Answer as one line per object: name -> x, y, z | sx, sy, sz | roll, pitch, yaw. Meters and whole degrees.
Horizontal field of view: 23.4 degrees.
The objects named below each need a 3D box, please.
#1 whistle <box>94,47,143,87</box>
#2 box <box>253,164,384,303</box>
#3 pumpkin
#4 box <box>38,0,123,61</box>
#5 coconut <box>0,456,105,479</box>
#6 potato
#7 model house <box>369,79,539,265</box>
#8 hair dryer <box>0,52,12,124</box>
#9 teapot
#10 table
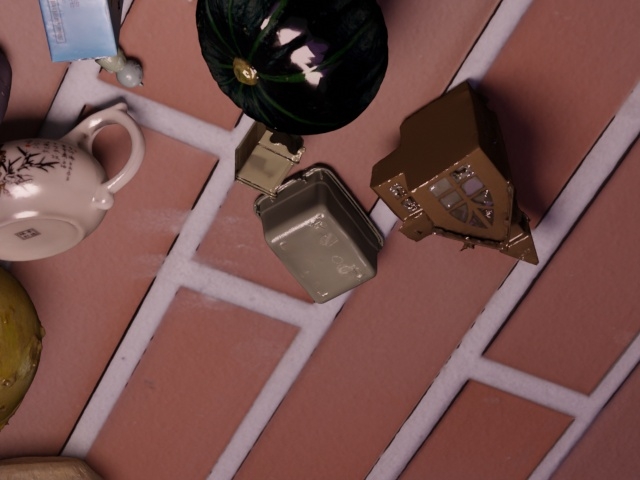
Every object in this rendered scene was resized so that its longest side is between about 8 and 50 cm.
whistle -> -0.255, -0.222, 1.902 | 0.035, 0.035, 0.100 | -38, 118, 22
box -> 0.000, 0.000, 2.042 | 0.124, 0.093, 0.172 | -29, 122, 17
pumpkin -> -0.014, -0.256, 1.802 | 0.248, 0.248, 0.248 | -2, 126, -2
box -> -0.282, -0.337, 1.750 | 0.083, 0.142, 0.232 | -7, 126, 1
coconut -> -0.409, 0.444, 2.225 | 0.237, 0.237, 0.265 | -7, 82, 1
potato -> -0.479, 0.140, 2.002 | 0.270, 0.219, 0.359 | 23, 155, 19
model house -> 0.196, -0.038, 1.973 | 0.176, 0.181, 0.248 | -31, 120, 19
hair dryer -> -0.538, -0.077, 1.886 | 0.121, 0.301, 0.361 | 43, 138, -21
teapot -> -0.355, -0.069, 1.945 | 0.300, 0.166, 0.208 | -25, 145, 5
table -> -0.063, -0.114, 1.965 | 0.062, 0.079, 0.083 | 24, 119, -18
